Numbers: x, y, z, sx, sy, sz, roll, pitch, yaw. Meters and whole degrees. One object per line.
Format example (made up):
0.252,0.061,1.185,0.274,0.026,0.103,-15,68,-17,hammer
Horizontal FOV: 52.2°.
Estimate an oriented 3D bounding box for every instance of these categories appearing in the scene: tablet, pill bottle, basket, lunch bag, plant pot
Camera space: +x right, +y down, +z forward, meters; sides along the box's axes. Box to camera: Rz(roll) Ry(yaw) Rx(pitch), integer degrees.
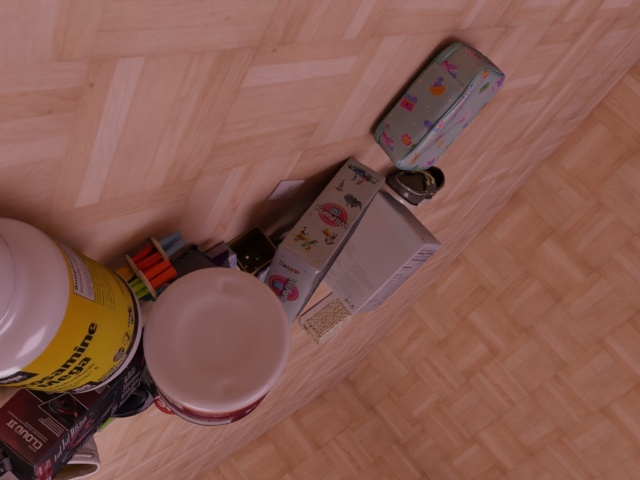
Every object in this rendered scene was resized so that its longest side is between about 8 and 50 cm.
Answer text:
-0.067,-0.099,1.291,0.054,0.006,0.083,-50,161,27,tablet
-0.365,0.084,0.800,0.188,0.188,0.334,-39,163,-5,pill bottle
0.024,0.265,2.213,0.167,0.103,0.113,-37,163,-16,basket
0.246,-0.271,1.363,0.279,0.108,0.224,-49,164,26,lunch bag
-0.206,0.053,1.294,0.071,0.053,0.083,-35,152,-25,lunch bag
-0.140,0.033,1.344,0.081,0.081,0.083,-35,167,-19,plant pot
-0.184,0.207,1.150,0.224,0.224,0.392,-34,170,-20,pill bottle

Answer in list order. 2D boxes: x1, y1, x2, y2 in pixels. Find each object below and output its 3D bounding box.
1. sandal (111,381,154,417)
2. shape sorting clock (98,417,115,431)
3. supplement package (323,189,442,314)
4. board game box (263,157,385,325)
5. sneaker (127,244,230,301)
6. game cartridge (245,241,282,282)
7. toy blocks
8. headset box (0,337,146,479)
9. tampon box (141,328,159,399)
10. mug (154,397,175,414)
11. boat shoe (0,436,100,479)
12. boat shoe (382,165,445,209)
-0.436,0.344,1.407,0.254,0.054,0.097,22,91,-62,sandal
-0.509,0.377,1.464,0.206,0.040,0.206,-29,153,-16,shape sorting clock
0.144,0.031,1.729,0.263,0.199,0.198,-46,163,15,supplement package
0.000,0.000,1.366,0.303,0.097,0.224,-55,174,-40,board game box
-0.262,0.056,1.178,0.223,0.098,0.083,5,159,-38,sneaker
-0.138,0.107,1.571,0.297,0.062,0.198,-51,164,31,game cartridge
-0.268,0.044,1.040,0.148,0.123,0.054,-35,124,-17,toy blocks
-0.441,0.291,1.131,0.293,0.110,0.218,-50,175,-36,headset box
-0.326,0.246,1.427,0.120,0.101,0.161,-27,158,-39,tampon box
-0.367,0.349,1.587,0.150,0.113,0.169,-32,158,-31,mug
-0.595,0.475,1.285,0.136,0.156,0.367,-47,153,23,boat shoe
0.245,-0.148,1.673,0.091,0.109,0.305,-48,167,21,boat shoe
